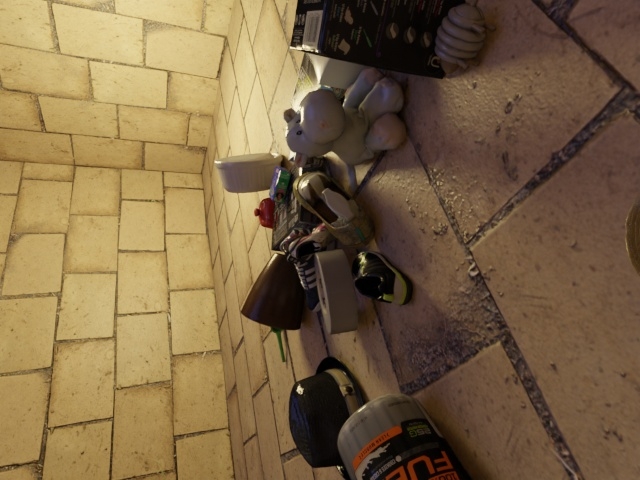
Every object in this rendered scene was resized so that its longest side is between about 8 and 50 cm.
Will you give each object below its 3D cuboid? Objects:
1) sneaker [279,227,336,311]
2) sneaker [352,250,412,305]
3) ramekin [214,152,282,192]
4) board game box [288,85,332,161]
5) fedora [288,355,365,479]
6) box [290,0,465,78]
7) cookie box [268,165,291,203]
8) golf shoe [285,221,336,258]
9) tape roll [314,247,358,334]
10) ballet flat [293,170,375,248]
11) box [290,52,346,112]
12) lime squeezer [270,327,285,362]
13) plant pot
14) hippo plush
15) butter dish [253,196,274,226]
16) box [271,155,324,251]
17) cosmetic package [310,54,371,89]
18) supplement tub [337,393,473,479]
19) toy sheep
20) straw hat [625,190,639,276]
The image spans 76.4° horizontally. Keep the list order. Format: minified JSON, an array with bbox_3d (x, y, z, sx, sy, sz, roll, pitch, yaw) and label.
[{"bbox_3d":[-0.051,0.090,1.243,0.099,0.153,0.282,-137,52,-58],"label":"sneaker"},{"bbox_3d":[0.117,0.081,0.943,0.235,0.097,0.084,-150,63,-62],"label":"sneaker"},{"bbox_3d":[-0.283,-0.275,1.649,0.273,0.273,0.127,-148,49,-62],"label":"ramekin"},{"bbox_3d":[-0.034,-0.326,1.171,0.211,0.039,0.160,170,109,-68],"label":"board game box"},{"bbox_3d":[0.003,0.497,1.126,0.334,0.152,0.334,180,90,-66],"label":"fedora"},{"bbox_3d":[0.101,-0.407,0.770,0.165,0.270,0.143,-129,45,-55],"label":"box"},{"bbox_3d":[-0.138,-0.190,1.374,0.092,0.040,0.107,-128,51,-64],"label":"cookie box"},{"bbox_3d":[0.000,0.000,1.121,0.086,0.186,0.067,50,163,53],"label":"golf shoe"},{"bbox_3d":[0.038,0.133,1.066,0.219,0.072,0.219,170,90,-84],"label":"tape roll"},{"bbox_3d":[0.017,-0.112,1.081,0.348,0.123,0.123,49,134,39],"label":"ballet flat"},{"bbox_3d":[-0.010,-0.457,1.273,0.216,0.060,0.270,113,147,-41],"label":"box"},{"bbox_3d":[-0.189,0.337,1.667,0.110,0.059,0.310,116,144,-44],"label":"lime squeezer"},{"bbox_3d":[-0.141,0.167,1.421,0.215,0.215,0.230,18,91,65],"label":"plant pot"},{"bbox_3d":[0.032,-0.286,0.964,0.294,0.236,0.234,142,124,-60],"label":"hippo plush"},{"bbox_3d":[-0.210,-0.112,1.641,0.160,0.118,0.160,173,96,-66],"label":"butter dish"},{"bbox_3d":[-0.083,-0.117,1.368,0.307,0.076,0.242,141,134,-60],"label":"box"},{"bbox_3d":[0.069,-0.539,1.007,0.224,0.138,0.224,125,137,-52],"label":"cosmetic package"},{"bbox_3d":[0.172,0.449,0.705,0.316,0.193,0.193,-126,43,-52],"label":"supplement tub"},{"bbox_3d":[0.241,-0.349,0.690,0.132,0.091,0.091,108,150,-45],"label":"toy sheep"},{"bbox_3d":[0.386,-0.008,0.395,0.144,0.061,0.144,-163,90,-72],"label":"straw hat"}]
